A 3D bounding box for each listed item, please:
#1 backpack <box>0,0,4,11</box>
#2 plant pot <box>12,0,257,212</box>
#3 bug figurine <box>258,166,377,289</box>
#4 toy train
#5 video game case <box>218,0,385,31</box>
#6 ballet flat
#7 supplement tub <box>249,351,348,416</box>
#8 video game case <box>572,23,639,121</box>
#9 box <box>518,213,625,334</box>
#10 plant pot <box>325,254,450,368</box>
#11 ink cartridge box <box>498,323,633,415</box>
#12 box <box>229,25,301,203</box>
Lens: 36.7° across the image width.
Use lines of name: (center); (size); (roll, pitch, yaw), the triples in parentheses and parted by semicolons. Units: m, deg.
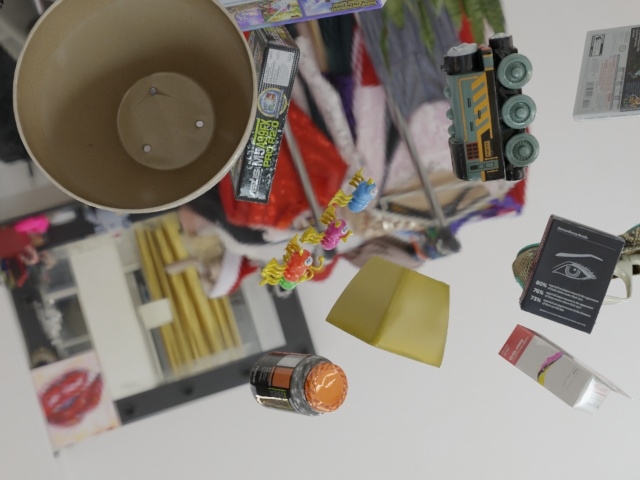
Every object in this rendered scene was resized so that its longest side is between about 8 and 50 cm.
backpack: (-0.457, -0.257, 1.087); (0.158, 0.117, 0.173); (29, 144, -26)
plant pot: (-0.209, -0.167, 1.204); (0.284, 0.284, 0.191); (-17, 176, 2)
bug figurine: (0.000, 0.000, 1.722); (0.279, 0.072, 0.216); (-47, 178, -28)
toy train: (0.370, -0.282, 2.128); (0.190, 0.334, 0.142); (-10, -161, 0)
video game case: (-0.059, -0.440, 1.409); (0.269, 0.244, 0.061); (-3, -141, 25)
ballet flat: (0.682, 0.058, 2.201); (0.482, 0.182, 0.164); (-14, 146, -7)
supplement tub: (-0.041, 0.276, 1.858); (0.117, 0.117, 0.190); (-15, -172, -37)
video game case: (0.512, -0.279, 1.581); (0.173, 0.190, 0.022); (-2, 146, 31)
box: (0.512, 0.066, 1.980); (0.153, 0.207, 0.108); (20, -173, 7)
plant pot: (0.174, 0.152, 2.214); (0.212, 0.187, 0.212); (20, -179, -33)
ink cartridge box: (0.406, 0.224, 1.596); (0.198, 0.067, 0.115); (36, -173, 37)
box: (-0.104, -0.225, 1.657); (0.060, 0.270, 0.216); (8, -158, -14)
